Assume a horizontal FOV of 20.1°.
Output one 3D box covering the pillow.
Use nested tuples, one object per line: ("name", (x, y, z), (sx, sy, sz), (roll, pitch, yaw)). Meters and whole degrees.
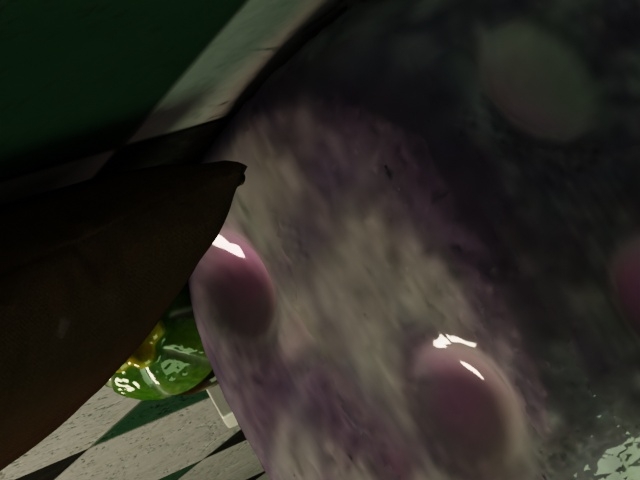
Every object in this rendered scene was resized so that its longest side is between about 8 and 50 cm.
("pillow", (-0.213, 0.081, 0.866), (0.305, 0.108, 0.308), (-26, 172, -42))

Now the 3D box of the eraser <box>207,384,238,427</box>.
("eraser", (0.040, 0.037, 1.384), (0.298, 0.076, 0.078), (-29, 169, -5))

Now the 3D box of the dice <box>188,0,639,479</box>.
("dice", (0.109, 0.013, 0.946), (0.270, 0.271, 0.270), (-22, 167, -37))

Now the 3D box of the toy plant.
("toy plant", (-0.088, 0.048, 1.056), (0.093, 0.093, 0.162), (-32, 174, 13))
